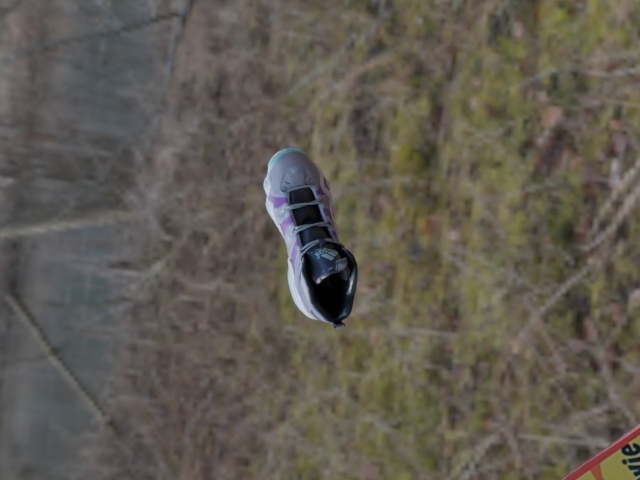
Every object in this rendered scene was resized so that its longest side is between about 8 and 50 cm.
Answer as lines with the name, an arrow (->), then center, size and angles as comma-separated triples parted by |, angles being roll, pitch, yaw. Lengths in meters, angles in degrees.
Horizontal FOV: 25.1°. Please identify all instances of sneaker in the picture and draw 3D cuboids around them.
sneaker -> 0.000, 0.000, 0.769 | 0.069, 0.038, 0.098 | -146, 39, -72

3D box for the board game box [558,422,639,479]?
board game box -> 0.370, 0.211, 0.647 | 0.356, 0.356, 0.356 | 59, -171, 35
